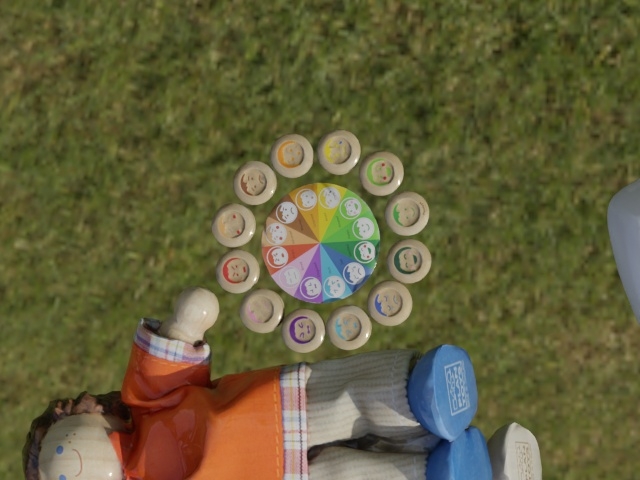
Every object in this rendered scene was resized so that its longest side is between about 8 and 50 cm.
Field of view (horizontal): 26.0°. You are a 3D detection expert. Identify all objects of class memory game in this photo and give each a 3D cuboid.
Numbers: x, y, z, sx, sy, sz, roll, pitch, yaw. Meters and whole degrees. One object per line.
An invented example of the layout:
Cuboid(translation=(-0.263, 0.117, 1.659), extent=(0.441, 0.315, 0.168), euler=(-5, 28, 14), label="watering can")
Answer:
Cuboid(translation=(0.000, 0.000, 1.125), extent=(0.186, 0.186, 0.012), euler=(1, 177, 11), label="memory game")

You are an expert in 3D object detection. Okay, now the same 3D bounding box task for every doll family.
Cuboid(translation=(-0.007, 0.142, 0.434), extent=(0.163, 0.263, 0.118), euler=(-9, 179, 24), label="doll family")

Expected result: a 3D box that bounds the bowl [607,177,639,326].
Cuboid(translation=(0.291, 0.007, 1.006), extent=(0.142, 0.053, 0.142), euler=(-23, 110, -3), label="bowl")
